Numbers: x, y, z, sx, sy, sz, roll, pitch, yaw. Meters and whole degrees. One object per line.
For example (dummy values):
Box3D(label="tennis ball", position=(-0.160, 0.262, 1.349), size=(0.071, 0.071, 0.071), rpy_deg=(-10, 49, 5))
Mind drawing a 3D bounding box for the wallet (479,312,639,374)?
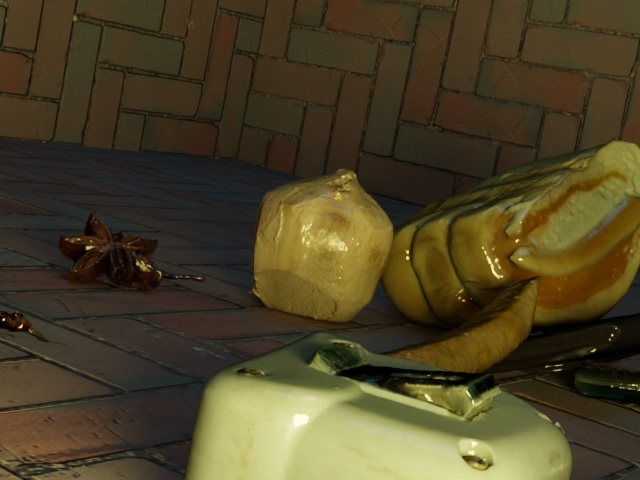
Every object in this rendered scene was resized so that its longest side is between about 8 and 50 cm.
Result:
Box3D(label="wallet", position=(0.330, 0.117, 1.480), size=(0.197, 0.051, 0.377), rpy_deg=(-19, -11, 34))

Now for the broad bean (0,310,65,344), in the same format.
Box3D(label="broad bean", position=(-0.350, 0.067, 1.066), size=(0.098, 0.056, 0.318), rpy_deg=(14, 6, 27))

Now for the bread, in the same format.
Box3D(label="bread", position=(0.250, 0.024, 1.667), size=(0.300, 0.210, 0.341), rpy_deg=(-28, 9, -40))

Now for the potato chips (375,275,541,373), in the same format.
Box3D(label="potato chips", position=(0.128, 0.105, 1.269), size=(0.057, 0.080, 0.407), rpy_deg=(-32, -11, 39))

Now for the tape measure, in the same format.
Box3D(label="tape measure", position=(0.040, 0.135, 0.839), size=(0.246, 0.125, 0.243), rpy_deg=(12, 7, 18))

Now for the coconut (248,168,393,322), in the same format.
Box3D(label="coconut", position=(0.003, 0.001, 1.586), size=(0.194, 0.194, 0.194), rpy_deg=(11, 7, -1))

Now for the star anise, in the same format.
Box3D(label="star anise", position=(-0.229, 0.027, 1.559), size=(0.190, 0.070, 0.097), rpy_deg=(10, 34, -18))

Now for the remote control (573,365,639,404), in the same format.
Box3D(label="remote control", position=(0.392, 0.175, 1.407), size=(0.222, 0.042, 0.072), rpy_deg=(11, 5, 11))
